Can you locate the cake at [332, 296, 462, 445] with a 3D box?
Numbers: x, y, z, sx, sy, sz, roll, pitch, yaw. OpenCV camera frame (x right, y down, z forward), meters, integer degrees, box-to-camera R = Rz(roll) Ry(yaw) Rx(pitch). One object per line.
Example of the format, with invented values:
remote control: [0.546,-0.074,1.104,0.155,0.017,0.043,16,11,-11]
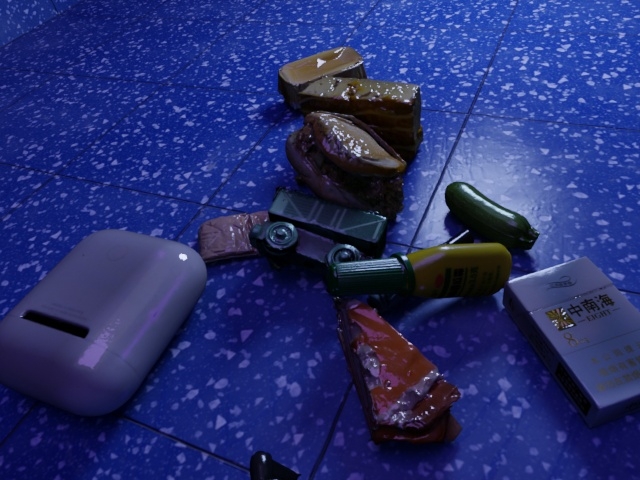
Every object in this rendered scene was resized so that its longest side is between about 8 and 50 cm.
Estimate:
cake: [0.082,0.195,0.784,0.135,0.098,0.287,-29,47,-17]

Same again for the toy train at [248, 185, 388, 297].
toy train: [0.000,0.000,0.969,0.270,0.115,0.154,17,59,16]

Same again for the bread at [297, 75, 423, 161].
bread: [0.098,-0.282,1.210,0.275,0.184,0.114,11,54,21]

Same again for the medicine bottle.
medicine bottle: [0.164,0.055,0.856,0.309,0.111,0.076,-2,39,-11]

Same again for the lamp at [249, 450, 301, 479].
lamp: [-0.020,0.380,0.532,0.272,0.374,0.205,14,33,-20]

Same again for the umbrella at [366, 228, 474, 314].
umbrella: [0.186,0.051,0.941,0.250,0.053,0.052,-34,46,-19]

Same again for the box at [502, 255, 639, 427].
box: [0.411,0.144,0.790,0.155,0.067,0.243,-16,44,-7]

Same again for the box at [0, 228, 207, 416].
box: [-0.388,0.127,0.919,0.289,0.141,0.349,12,48,21]

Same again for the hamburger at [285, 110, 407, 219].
hamburger: [0.066,-0.160,1.068,0.286,0.146,0.243,31,33,0]

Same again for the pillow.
pillow: [-0.146,-0.016,1.089,0.233,0.043,0.126,-11,49,-3]

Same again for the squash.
squash: [0.325,-0.048,1.004,0.077,0.068,0.219,-29,47,-24]

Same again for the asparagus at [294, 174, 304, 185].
asparagus: [0.023,-0.152,1.197,0.165,0.036,0.030,-7,54,4]

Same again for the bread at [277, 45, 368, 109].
bread: [0.004,-0.458,1.461,0.241,0.107,0.136,-24,48,-12]
